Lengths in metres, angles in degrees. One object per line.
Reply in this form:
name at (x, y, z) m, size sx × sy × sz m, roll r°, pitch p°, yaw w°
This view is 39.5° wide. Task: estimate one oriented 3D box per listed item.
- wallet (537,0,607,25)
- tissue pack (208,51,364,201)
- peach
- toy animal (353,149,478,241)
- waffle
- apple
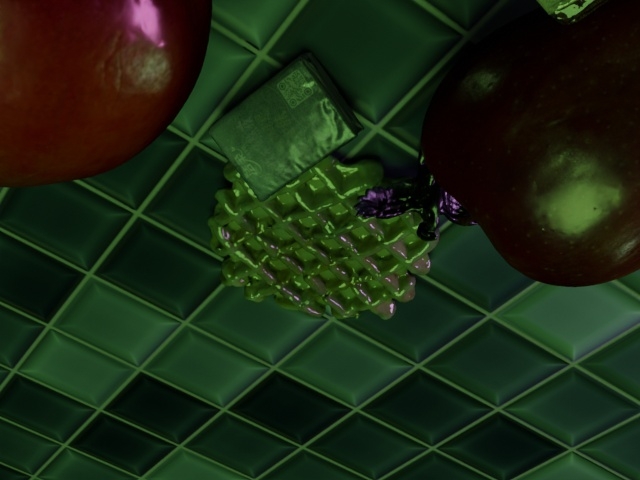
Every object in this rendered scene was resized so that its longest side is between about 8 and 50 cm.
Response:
wallet at (0.276, -0.349, 0.699) m, size 0.335 × 0.068 × 0.274 m, roll -26°, pitch 86°, yaw 30°
tissue pack at (-0.043, -0.131, 1.041) m, size 0.156 × 0.051 × 0.112 m, roll -32°, pitch 98°, yaw 28°
peach at (-0.282, -0.241, 0.790) m, size 0.389 × 0.388 × 0.388 m, roll 5°, pitch 135°, yaw 5°
toy animal at (0.134, -0.054, 1.081) m, size 0.220 × 0.062 × 0.107 m, roll -1°, pitch 113°, yaw -30°
waffle at (0.000, 0.000, 1.192) m, size 0.309 × 0.056 × 0.291 m, roll 13°, pitch 136°, yaw -1°
apple at (0.260, -0.105, 0.884) m, size 0.317 × 0.288 × 0.288 m, roll -37°, pitch 120°, yaw 18°
